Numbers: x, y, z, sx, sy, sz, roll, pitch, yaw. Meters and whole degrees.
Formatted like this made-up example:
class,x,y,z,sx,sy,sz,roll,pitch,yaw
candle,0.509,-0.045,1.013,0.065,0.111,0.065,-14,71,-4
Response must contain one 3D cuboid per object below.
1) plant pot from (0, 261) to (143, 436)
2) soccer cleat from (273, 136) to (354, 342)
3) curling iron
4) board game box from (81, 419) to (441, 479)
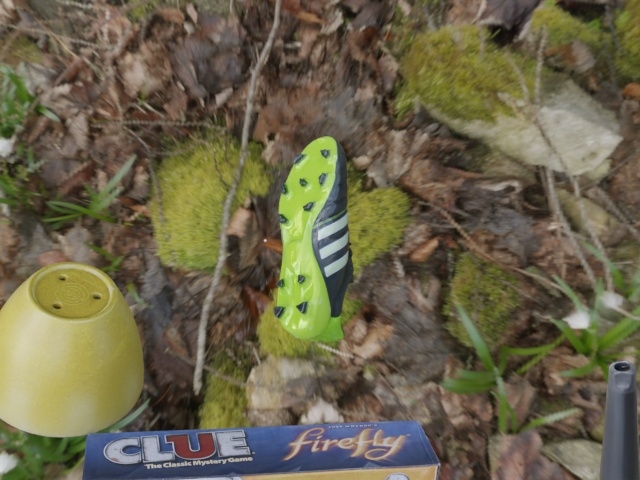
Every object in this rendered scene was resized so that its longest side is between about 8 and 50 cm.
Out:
class,x,y,z,sx,sy,sz,roll,pitch,yaw
plant pot,-0.203,0.074,0.757,0.134,0.134,0.095,15,127,-3
soccer cleat,0.000,0.000,0.812,0.060,0.072,0.179,-6,69,36
curling iron,0.236,0.198,0.713,0.068,0.035,0.274,-22,118,-9
board game box,-0.034,0.210,0.484,0.165,0.042,0.243,0,111,-11
